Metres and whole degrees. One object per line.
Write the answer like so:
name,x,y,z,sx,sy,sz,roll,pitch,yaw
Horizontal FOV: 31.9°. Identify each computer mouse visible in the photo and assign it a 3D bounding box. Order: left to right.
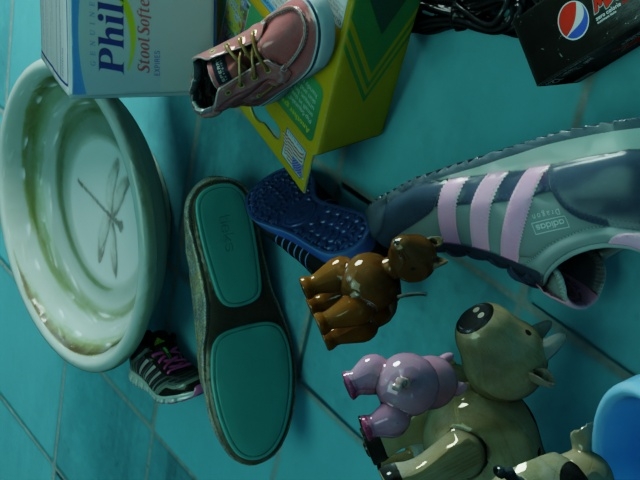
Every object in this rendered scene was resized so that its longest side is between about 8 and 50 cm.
computer mouse,0.116,-0.287,0.897,0.184,0.060,0.262,24,117,47

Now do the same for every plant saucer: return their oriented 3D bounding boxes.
plant saucer,-0.288,-0.036,1.434,0.400,0.101,0.400,16,111,48

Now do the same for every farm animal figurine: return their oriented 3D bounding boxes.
farm animal figurine,0.125,0.148,0.848,0.330,0.172,0.326,-115,5,-50

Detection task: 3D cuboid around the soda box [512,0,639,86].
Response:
soda box,0.219,-0.172,0.802,0.169,0.053,0.060,-30,75,50

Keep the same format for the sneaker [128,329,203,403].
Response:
sneaker,-0.193,0.152,1.392,0.170,0.063,0.074,11,114,55

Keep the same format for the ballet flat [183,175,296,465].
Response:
ballet flat,-0.094,0.086,1.241,0.106,0.108,0.315,173,92,-72

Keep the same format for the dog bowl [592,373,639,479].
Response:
dog bowl,0.274,0.186,0.725,0.297,0.074,0.165,-127,32,-61

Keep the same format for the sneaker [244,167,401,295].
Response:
sneaker,0.000,0.000,1.101,0.090,0.081,0.232,59,170,-30

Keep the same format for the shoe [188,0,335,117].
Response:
shoe,-0.055,-0.155,0.968,0.063,0.081,0.178,67,153,5

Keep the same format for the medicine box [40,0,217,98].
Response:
medicine box,-0.208,-0.300,1.161,0.289,0.149,0.263,-139,49,-64

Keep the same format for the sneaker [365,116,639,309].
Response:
sneaker,0.155,-0.004,0.880,0.319,0.112,0.131,-16,84,53

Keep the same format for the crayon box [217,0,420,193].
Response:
crayon box,-0.007,-0.228,1.011,0.203,0.083,0.323,53,148,29
